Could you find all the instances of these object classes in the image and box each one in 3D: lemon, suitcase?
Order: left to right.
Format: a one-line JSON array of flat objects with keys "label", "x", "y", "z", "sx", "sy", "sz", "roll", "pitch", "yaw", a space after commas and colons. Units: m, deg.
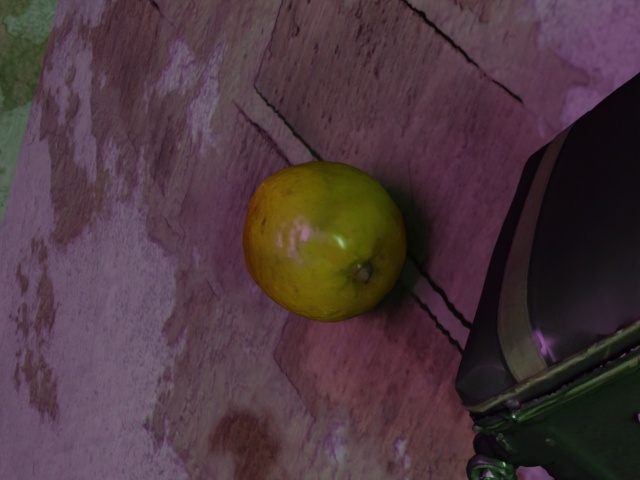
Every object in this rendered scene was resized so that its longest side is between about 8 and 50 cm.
[{"label": "lemon", "x": 0.000, "y": 0.000, "z": 1.082, "sx": 0.207, "sy": 0.170, "sz": 0.170, "roll": 23, "pitch": 106, "yaw": 61}, {"label": "suitcase", "x": 0.260, "y": -0.015, "z": 0.601, "sx": 0.434, "sy": 0.194, "sz": 0.283, "roll": -40, "pitch": 17, "yaw": 45}]
